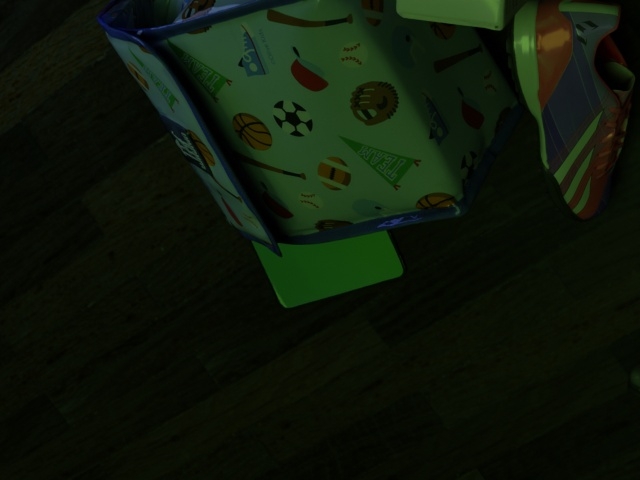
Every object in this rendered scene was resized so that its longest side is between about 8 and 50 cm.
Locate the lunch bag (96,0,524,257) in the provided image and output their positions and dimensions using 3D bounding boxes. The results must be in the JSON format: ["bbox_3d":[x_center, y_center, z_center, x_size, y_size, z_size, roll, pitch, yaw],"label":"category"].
[{"bbox_3d":[-0.033,-0.166,2.056,0.385,0.239,0.328,-9,124,40],"label":"lunch bag"}]

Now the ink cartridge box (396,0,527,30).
[{"bbox_3d":[0.172,-0.351,1.875,0.115,0.273,0.198,10,117,18],"label":"ink cartridge box"}]

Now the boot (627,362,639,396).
[{"bbox_3d":[0.463,0.100,2.078,0.246,0.083,0.161,-2,106,20],"label":"boot"}]

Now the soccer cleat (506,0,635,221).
[{"bbox_3d":[0.284,-0.131,1.970,0.116,0.108,0.318,-3,139,20],"label":"soccer cleat"}]

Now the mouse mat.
[{"bbox_3d":[0.000,0.000,2.280,0.189,0.007,0.152,-17,105,29],"label":"mouse mat"}]
